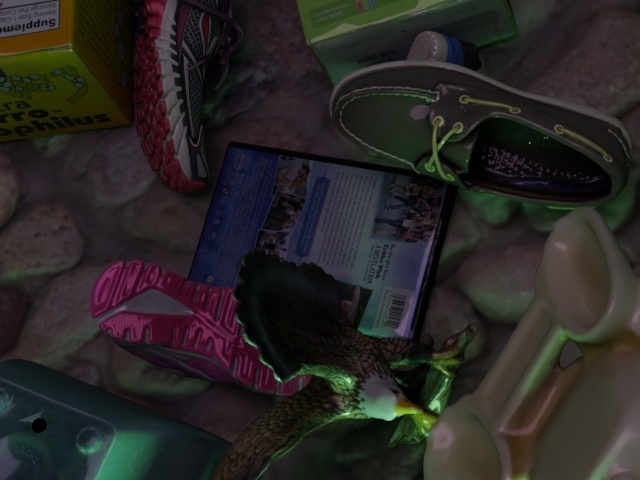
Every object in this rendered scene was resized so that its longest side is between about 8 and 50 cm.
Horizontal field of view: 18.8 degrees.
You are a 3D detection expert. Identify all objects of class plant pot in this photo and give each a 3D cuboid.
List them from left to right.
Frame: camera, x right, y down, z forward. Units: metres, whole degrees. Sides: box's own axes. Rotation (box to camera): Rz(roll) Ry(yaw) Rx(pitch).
[{"bbox_3d":[-0.238,0.245,1.820,0.248,0.252,0.247,19,75,20],"label":"plant pot"}]

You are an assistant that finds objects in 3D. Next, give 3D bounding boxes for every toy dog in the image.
[{"bbox_3d":[0.360,0.194,1.625,0.408,0.395,0.284,23,97,-22],"label":"toy dog"}]

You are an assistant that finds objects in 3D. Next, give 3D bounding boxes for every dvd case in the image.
[{"bbox_3d":[0.000,0.000,1.977,0.253,0.022,0.180,10,72,18],"label":"dvd case"}]

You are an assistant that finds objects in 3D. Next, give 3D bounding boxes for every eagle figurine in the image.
[{"bbox_3d":[0.002,0.131,1.754,0.298,0.225,0.226,0,67,-32],"label":"eagle figurine"}]

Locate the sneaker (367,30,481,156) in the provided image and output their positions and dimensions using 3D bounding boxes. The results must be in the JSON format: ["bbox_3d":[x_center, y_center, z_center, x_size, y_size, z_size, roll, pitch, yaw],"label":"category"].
[{"bbox_3d":[0.109,-0.144,1.984,0.152,0.085,0.058,-61,43,25],"label":"sneaker"}]

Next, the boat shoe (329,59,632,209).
[{"bbox_3d":[0.154,-0.101,1.892,0.305,0.091,0.109,12,118,5],"label":"boat shoe"}]

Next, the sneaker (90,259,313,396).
[{"bbox_3d":[-0.105,0.091,1.929,0.252,0.111,0.103,20,76,-2],"label":"sneaker"}]

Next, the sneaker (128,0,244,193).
[{"bbox_3d":[-0.136,-0.196,2.041,0.112,0.121,0.299,1,76,-17],"label":"sneaker"}]

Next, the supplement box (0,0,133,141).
[{"bbox_3d":[-0.320,-0.309,2.084,0.194,0.195,0.356,-7,68,13],"label":"supplement box"}]

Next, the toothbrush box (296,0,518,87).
[{"bbox_3d":[0.069,-0.328,2.028,0.206,0.122,0.283,-17,67,9],"label":"toothbrush box"}]
